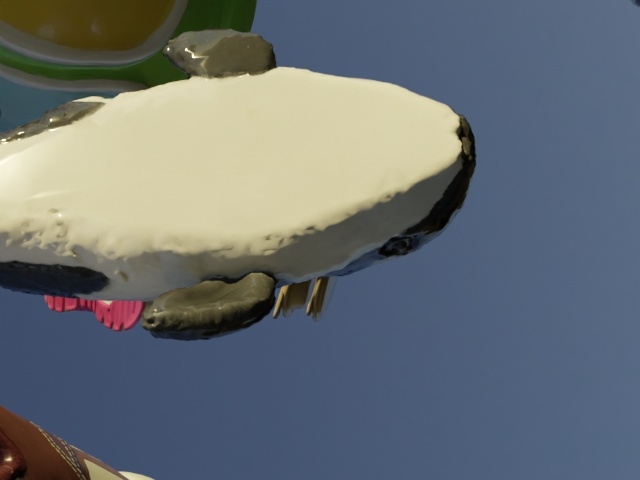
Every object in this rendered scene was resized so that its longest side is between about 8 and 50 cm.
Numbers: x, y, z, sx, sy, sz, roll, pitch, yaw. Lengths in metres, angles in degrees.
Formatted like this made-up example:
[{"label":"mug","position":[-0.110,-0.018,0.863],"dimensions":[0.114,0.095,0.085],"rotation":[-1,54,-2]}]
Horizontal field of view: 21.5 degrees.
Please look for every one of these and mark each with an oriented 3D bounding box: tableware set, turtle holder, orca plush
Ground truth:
[{"label":"tableware set","position":[0.000,0.000,1.381],"dimensions":[0.168,0.020,0.141],"rotation":[-2,-73,-78]},{"label":"turtle holder","position":[-0.157,-0.168,1.071],"dimensions":[0.227,0.320,0.243],"rotation":[-9,-65,-44]},{"label":"orca plush","position":[-0.075,0.008,0.717],"dimensions":[0.102,0.287,0.151],"rotation":[74,174,-55]}]

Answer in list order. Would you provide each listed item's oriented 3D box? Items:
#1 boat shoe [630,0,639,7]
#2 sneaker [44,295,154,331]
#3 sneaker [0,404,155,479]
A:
[{"label":"boat shoe","position":[0.351,-0.144,1.025],"dimensions":[0.121,0.335,0.119],"rotation":[43,-131,-77]},{"label":"sneaker","position":[-0.219,0.037,1.832],"dimensions":[0.111,0.252,0.103],"rotation":[-3,-73,-37]},{"label":"sneaker","position":[-0.149,0.172,0.510],"dimensions":[0.162,0.106,0.281],"rotation":[48,-123,-44]}]
